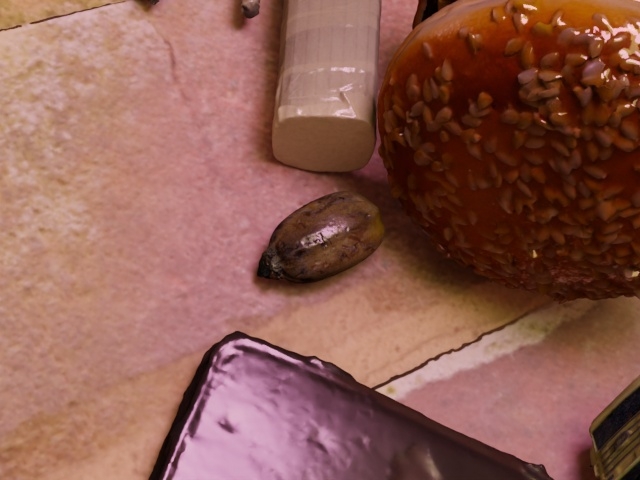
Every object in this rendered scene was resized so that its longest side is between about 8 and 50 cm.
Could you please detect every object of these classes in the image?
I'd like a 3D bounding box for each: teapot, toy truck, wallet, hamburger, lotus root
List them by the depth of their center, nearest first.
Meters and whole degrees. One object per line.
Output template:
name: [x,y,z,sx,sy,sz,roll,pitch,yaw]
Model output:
wallet: [0.043,0.184,0.903,0.309,0.042,0.165,27,57,-9]
hamburger: [0.181,-0.097,0.976,0.291,0.291,0.225,25,52,-10]
lotus root: [0.000,0.000,0.977,0.099,0.049,0.054,-27,79,-25]
toy truck: [0.275,0.153,0.983,0.191,0.085,0.116,23,34,-22]
teapot: [-0.008,-0.154,1.042,0.107,0.077,0.200,4,61,1]

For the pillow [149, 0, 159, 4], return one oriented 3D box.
pillow: [-0.158,-0.291,1.062,0.229,0.050,0.148,43,50,2]
